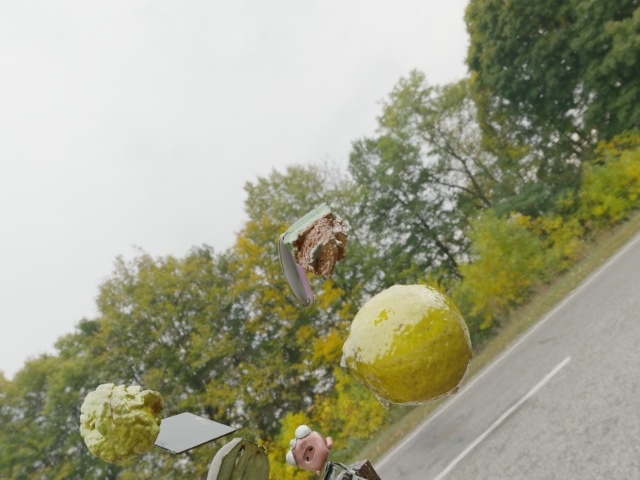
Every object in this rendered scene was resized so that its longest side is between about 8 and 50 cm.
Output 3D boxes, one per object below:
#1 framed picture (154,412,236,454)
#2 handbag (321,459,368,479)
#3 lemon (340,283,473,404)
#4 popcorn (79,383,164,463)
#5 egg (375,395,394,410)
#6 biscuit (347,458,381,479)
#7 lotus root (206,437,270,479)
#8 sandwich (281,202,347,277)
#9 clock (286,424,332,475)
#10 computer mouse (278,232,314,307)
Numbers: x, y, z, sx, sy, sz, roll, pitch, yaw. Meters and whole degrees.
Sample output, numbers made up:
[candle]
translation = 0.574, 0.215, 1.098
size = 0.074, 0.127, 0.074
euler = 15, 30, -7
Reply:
[framed picture]
translation = -0.482, 0.666, 1.648
size = 0.324, 0.244, 0.013
euler = 19, -101, -64
[handbag]
translation = 0.117, 0.968, 1.603
size = 0.162, 0.325, 0.327
euler = 42, -119, -51
[lemon]
translation = 0.242, 0.299, 1.352
size = 0.387, 0.350, 0.350
euler = -14, -18, -9
[popcorn]
translation = -0.604, 0.535, 1.442
size = 0.237, 0.206, 0.251
euler = 1, 19, -11
[egg]
translation = 0.274, 0.596, 1.878
size = 0.118, 0.116, 0.140
euler = -76, -6, -82
[biscuit]
translation = 0.207, 1.009, 1.891
size = 0.070, 0.252, 0.106
euler = -23, -15, -50
[lotus root]
translation = -0.340, 0.904, 1.830
size = 0.149, 0.260, 0.267
euler = -14, -30, 38
[sandwich]
translation = 0.006, -0.007, 1.236
size = 0.185, 0.160, 0.109
euler = -47, -56, -13
[clock]
translation = -0.047, 0.845, 1.901
size = 0.093, 0.162, 0.166
euler = 81, -150, -84
[computer mouse]
translation = -0.106, 0.122, 1.886
size = 0.072, 0.310, 0.158
euler = -20, -3, 9
